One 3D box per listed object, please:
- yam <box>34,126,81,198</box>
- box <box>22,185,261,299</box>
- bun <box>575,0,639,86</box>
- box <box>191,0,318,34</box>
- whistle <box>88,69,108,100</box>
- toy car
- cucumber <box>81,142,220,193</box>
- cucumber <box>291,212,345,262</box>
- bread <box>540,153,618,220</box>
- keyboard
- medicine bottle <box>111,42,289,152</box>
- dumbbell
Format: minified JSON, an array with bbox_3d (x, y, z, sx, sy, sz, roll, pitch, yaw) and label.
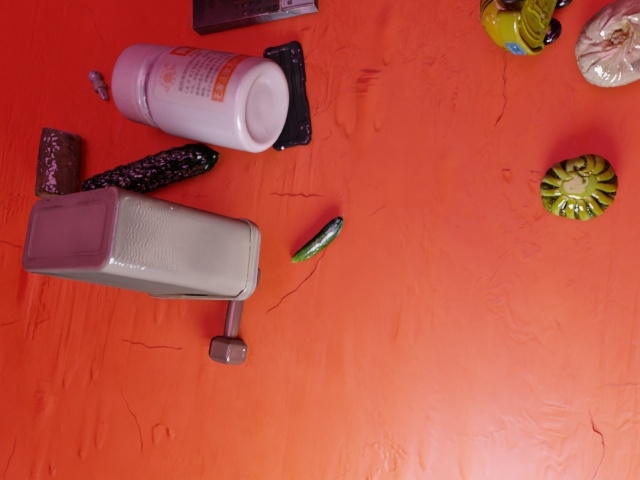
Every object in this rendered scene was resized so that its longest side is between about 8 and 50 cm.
[{"bbox_3d":[-0.678,-0.203,1.580,0.108,0.107,0.193,-3,80,19],"label":"yam"},{"bbox_3d":[-0.368,0.015,1.262,0.352,0.344,0.177,-2,77,40],"label":"box"},{"bbox_3d":[0.581,-0.384,1.165,0.188,0.111,0.164,-31,76,9],"label":"bun"},{"bbox_3d":[-0.164,-0.622,1.494,0.325,0.047,0.180,-4,81,19],"label":"box"},{"bbox_3d":[-0.589,-0.414,1.617,0.035,0.035,0.100,-31,75,12],"label":"whistle"},{"bbox_3d":[0.398,-0.498,1.215,0.142,0.200,0.247,21,87,43],"label":"toy car"},{"bbox_3d":[-0.411,-0.165,1.486,0.360,0.096,0.096,-17,77,17],"label":"cucumber"},{"bbox_3d":[0.000,0.000,1.349,0.168,0.039,0.039,-41,71,13],"label":"cucumber"},{"bbox_3d":[0.498,-0.104,1.175,0.139,0.071,0.129,4,88,20],"label":"bread"},{"bbox_3d":[-0.078,-0.343,1.438,0.106,0.016,0.262,-10,79,18],"label":"keyboard"},{"bbox_3d":[-0.277,-0.335,1.399,0.372,0.211,0.210,16,88,25],"label":"medicine bottle"},{"bbox_3d":[-0.193,0.160,1.368,0.082,0.092,0.230,4,83,48],"label":"dumbbell"}]
